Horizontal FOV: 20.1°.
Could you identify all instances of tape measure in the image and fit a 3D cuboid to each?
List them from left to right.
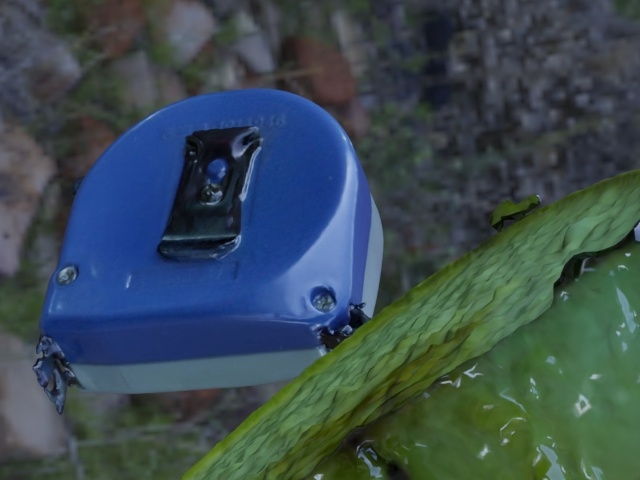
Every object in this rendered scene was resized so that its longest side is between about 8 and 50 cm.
[{"bbox_3d":[0.000,0.000,1.145,0.098,0.351,0.215,68,23,-49],"label":"tape measure"}]

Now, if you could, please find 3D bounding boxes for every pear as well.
[{"bbox_3d":[0.104,0.168,0.739,0.318,0.342,0.238,52,23,-2],"label":"pear"}]
